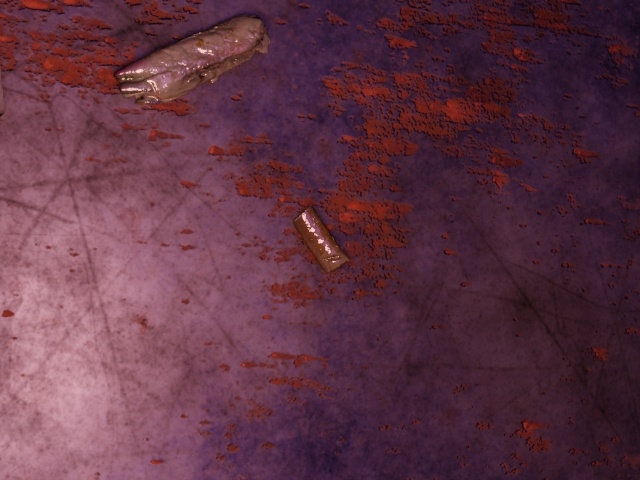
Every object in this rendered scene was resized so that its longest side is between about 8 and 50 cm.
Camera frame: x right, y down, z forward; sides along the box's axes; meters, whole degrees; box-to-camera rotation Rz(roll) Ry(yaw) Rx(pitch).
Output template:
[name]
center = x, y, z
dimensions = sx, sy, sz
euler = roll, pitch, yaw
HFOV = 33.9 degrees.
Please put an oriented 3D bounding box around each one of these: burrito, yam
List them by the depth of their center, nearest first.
[burrito]
center = -0.227, -0.327, 1.907
dimensions = 0.309, 0.066, 0.096
euler = -28, 91, -20
[yam]
center = 0.000, 0.000, 1.971
dimensions = 0.054, 0.054, 0.132
euler = -37, 98, -18

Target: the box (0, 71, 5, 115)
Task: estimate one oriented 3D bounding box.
[box]
center = -0.577, -0.256, 1.769
dimensions = 0.069, 0.084, 0.122
euler = -6, 89, -27
